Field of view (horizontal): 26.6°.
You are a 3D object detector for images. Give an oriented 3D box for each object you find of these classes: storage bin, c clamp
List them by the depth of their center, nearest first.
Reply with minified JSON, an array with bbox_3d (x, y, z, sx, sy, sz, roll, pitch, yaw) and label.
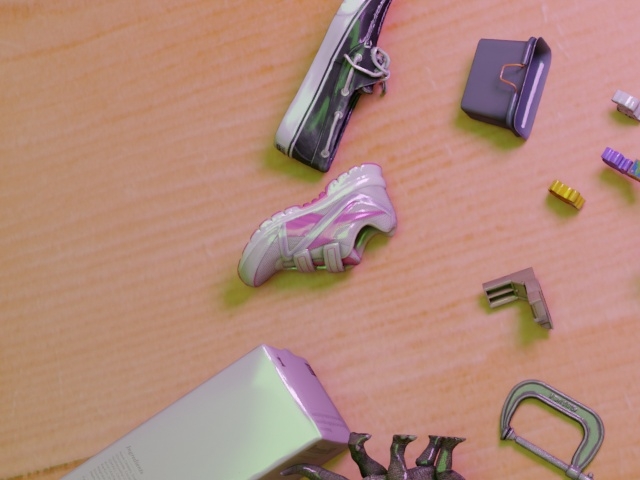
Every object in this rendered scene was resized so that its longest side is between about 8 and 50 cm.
[{"bbox_3d":[0.306,0.269,1.813,0.160,0.022,0.137,35,90,16],"label":"c clamp"},{"bbox_3d":[0.253,-0.219,1.879,0.091,0.098,0.135,13,84,26],"label":"storage bin"}]

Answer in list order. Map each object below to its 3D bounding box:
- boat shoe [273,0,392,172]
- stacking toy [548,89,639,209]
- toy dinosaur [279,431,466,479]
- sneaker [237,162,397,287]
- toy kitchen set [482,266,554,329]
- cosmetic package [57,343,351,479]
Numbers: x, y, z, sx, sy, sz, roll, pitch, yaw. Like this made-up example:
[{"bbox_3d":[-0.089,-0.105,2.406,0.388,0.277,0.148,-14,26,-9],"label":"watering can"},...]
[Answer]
[{"bbox_3d":[0.047,-0.243,1.920,0.105,0.113,0.306,29,91,10],"label":"boat shoe"},{"bbox_3d":[0.435,-0.084,1.805,0.221,0.052,0.167,34,90,33],"label":"stacking toy"},{"bbox_3d":[0.108,0.327,1.722,0.313,0.121,0.160,5,82,-23],"label":"toy dinosaur"},{"bbox_3d":[0.000,0.000,1.893,0.252,0.103,0.111,-33,73,7],"label":"sneaker"},{"bbox_3d":[0.269,0.095,1.832,0.075,0.083,0.068,-19,118,10],"label":"toy kitchen set"},{"bbox_3d":[-0.164,0.309,1.823,0.385,0.217,0.156,-33,74,8],"label":"cosmetic package"}]
